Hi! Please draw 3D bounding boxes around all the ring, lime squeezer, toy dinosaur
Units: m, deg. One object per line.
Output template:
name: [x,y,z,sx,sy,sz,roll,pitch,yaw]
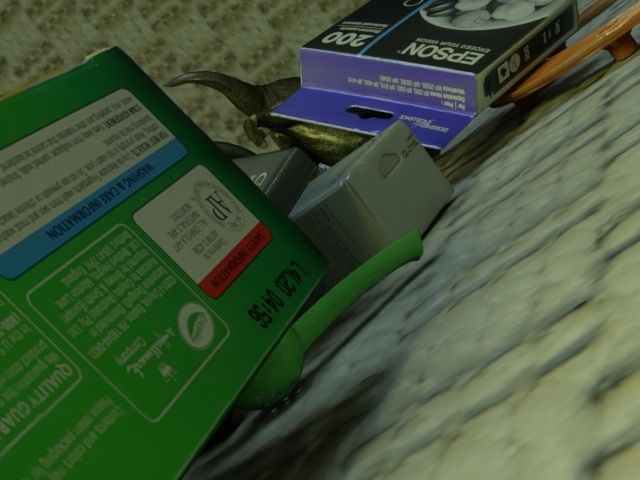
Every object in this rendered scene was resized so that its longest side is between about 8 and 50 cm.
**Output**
ring: [0.290,-0.214,1.056,0.336,0.032,0.336,-38,5,4]
lime squeezer: [-0.075,0.043,0.666,0.310,0.110,0.059,-1,-15,-18]
toy dinosaur: [0.006,-0.110,1.167,0.314,0.121,0.160,3,24,4]

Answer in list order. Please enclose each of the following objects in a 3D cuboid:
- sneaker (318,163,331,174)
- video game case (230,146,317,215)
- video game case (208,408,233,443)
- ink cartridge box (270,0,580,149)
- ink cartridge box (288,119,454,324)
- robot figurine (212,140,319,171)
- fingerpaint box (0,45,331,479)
sneaker: [0.032,-0.076,1.354,0.081,0.080,0.211,-48,1,-30]
video game case: [-0.130,0.028,0.829,0.274,0.026,0.196,-2,51,56]
video game case: [-0.152,0.093,0.840,0.275,0.035,0.248,-35,28,28]
ink cartridge box: [0.087,-0.164,1.054,0.206,0.045,0.208,16,46,42]
ink cartridge box: [0.000,0.000,0.892,0.175,0.072,0.127,-33,8,34]
robot figurine: [-0.120,-0.014,1.218,0.278,0.209,0.173,173,110,-78]
fingerpaint box: [-0.219,0.147,0.445,0.371,0.163,0.445,-43,3,24]
